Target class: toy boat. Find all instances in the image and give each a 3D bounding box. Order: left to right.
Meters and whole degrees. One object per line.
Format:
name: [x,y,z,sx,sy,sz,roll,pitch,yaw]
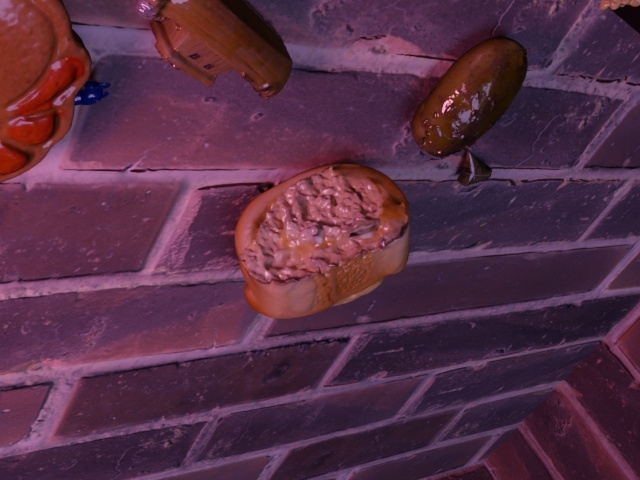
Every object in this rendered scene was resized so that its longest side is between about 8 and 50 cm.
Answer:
toy boat: [-0.143,-0.267,1.280,0.121,0.089,0.321,-34,152,14]

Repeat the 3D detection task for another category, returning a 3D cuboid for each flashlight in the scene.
flashlight: [-0.336,-0.190,1.265,0.121,0.035,0.057,-15,175,-20]

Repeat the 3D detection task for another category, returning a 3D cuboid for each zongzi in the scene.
zongzi: [0.312,-0.154,1.925,0.076,0.040,0.083,-21,131,-32]

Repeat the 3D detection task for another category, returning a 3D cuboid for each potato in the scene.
potato: [0.259,-0.244,1.659,0.251,0.113,0.149,-42,145,18]

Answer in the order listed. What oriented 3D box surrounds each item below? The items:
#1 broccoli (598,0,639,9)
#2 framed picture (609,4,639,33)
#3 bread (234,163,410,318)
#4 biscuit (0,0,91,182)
broccoli: [0.516,-0.480,1.388,0.348,0.281,0.293,-52,147,13]
framed picture: [0.612,-0.475,1.538,0.016,0.265,0.347,37,109,-28]
bread: [0.000,0.000,1.694,0.316,0.211,0.270,-21,156,-5]
biscuit: [-0.452,-0.179,1.117,0.359,0.074,0.381,16,124,-42]
